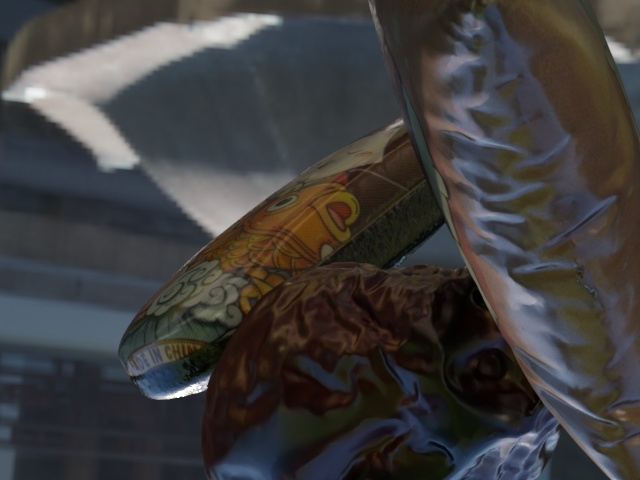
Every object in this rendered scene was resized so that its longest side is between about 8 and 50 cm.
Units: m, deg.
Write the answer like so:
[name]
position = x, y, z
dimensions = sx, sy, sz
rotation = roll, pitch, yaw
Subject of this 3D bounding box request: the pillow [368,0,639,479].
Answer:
[pillow]
position = 0.076, -0.047, 0.695
dimensions = 0.084, 0.236, 0.223
rotation = -24, -150, 9

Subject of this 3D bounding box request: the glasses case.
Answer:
[glasses case]
position = 0.000, 0.000, 1.143
dimensions = 0.122, 0.082, 0.321
rotation = -27, -172, 48

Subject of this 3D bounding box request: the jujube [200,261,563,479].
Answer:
[jujube]
position = 0.035, 0.085, 0.900
dimensions = 0.168, 0.168, 0.236
rotation = 8, 158, -23
